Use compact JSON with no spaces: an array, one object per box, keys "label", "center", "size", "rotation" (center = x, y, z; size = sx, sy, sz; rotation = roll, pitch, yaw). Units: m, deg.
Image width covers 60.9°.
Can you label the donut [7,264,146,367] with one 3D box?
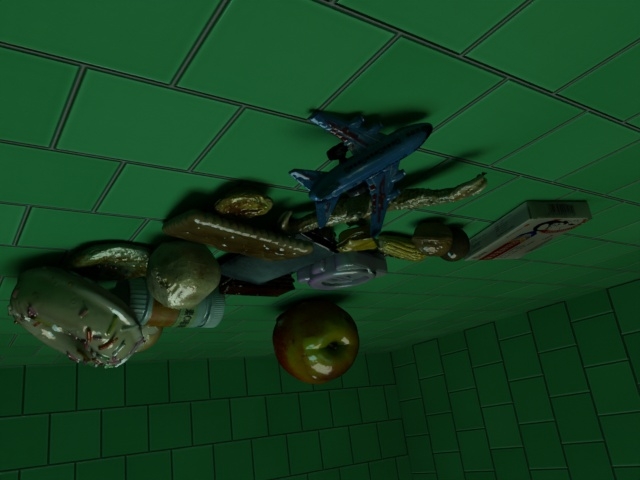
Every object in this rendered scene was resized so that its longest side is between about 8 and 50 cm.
[{"label":"donut","center":[-0.675,0.223,1.501],"size":[0.383,0.142,0.382],"rotation":[17,146,12]}]

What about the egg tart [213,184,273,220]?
[{"label":"egg tart","center":[-0.171,-0.084,1.203],"size":[0.131,0.052,0.130],"rotation":[-8,160,-3]}]

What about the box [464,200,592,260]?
[{"label":"box","center":[0.616,-0.022,1.668],"size":[0.215,0.069,0.353],"rotation":[-1,158,-18]}]

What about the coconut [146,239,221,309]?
[{"label":"coconut","center":[-0.363,0.088,1.416],"size":[0.195,0.194,0.194],"rotation":[-7,161,-2]}]

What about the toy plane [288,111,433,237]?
[{"label":"toy plane","center":[0.085,-0.141,0.996],"size":[0.271,0.254,0.105],"rotation":[-33,-160,-12]}]

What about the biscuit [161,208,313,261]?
[{"label":"biscuit","center":[-0.199,-0.002,1.309],"size":[0.325,0.044,0.217],"rotation":[17,162,-32]}]

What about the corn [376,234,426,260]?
[{"label":"corn","center":[0.246,0.022,1.642],"size":[0.203,0.071,0.072],"rotation":[11,153,-41]}]

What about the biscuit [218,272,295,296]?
[{"label":"biscuit","center":[-0.205,0.136,1.782],"size":[0.252,0.070,0.106],"rotation":[7,157,-37]}]

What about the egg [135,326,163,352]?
[{"label":"egg","center":[-0.627,0.275,1.823],"size":[0.201,0.200,0.244],"rotation":[-2,172,-15]}]

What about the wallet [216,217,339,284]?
[{"label":"wallet","center":[-0.134,0.048,1.549],"size":[0.191,0.046,0.379],"rotation":[25,146,-33]}]

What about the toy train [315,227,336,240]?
[{"label":"toy train","center":[0.000,0.000,1.521],"size":[0.064,0.044,0.103],"rotation":[9,154,-27]}]

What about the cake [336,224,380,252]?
[{"label":"cake","center":[0.124,-0.018,1.442],"size":[0.185,0.079,0.116],"rotation":[0,158,-46]}]

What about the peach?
[{"label":"peach","center":[-0.024,0.408,2.252],"size":[0.370,0.369,0.370],"rotation":[-7,161,-2]}]

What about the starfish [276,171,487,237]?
[{"label":"starfish","center":[0.113,-0.078,1.229],"size":[0.324,0.082,0.432],"rotation":[-8,179,-40]}]

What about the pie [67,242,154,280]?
[{"label":"pie","center":[-0.551,0.061,1.462],"size":[0.241,0.054,0.240],"rotation":[-5,160,-2]}]

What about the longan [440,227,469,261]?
[{"label":"longan","center":[0.389,0.009,1.623],"size":[0.106,0.106,0.119],"rotation":[3,-159,-27]}]

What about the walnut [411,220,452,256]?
[{"label":"walnut","center":[0.315,-0.005,1.540],"size":[0.125,0.105,0.105],"rotation":[7,157,-18]}]

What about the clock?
[{"label":"clock","center":[0.065,0.093,1.743],"size":[0.248,0.090,0.228],"rotation":[-20,157,35]}]

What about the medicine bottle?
[{"label":"medicine bottle","center":[-0.474,0.193,1.707],"size":[0.318,0.158,0.158],"rotation":[10,154,-40]}]
